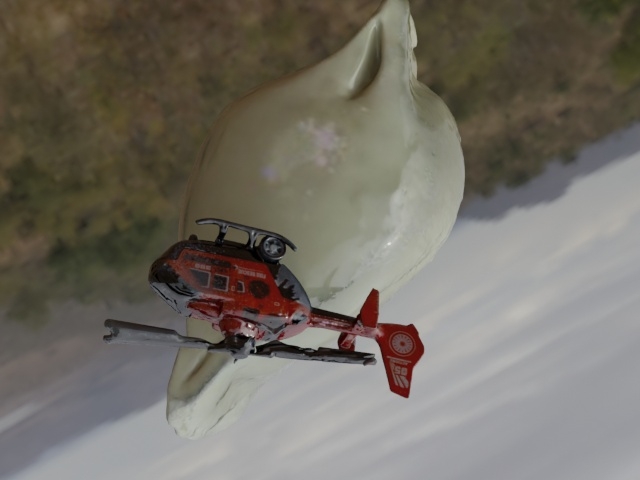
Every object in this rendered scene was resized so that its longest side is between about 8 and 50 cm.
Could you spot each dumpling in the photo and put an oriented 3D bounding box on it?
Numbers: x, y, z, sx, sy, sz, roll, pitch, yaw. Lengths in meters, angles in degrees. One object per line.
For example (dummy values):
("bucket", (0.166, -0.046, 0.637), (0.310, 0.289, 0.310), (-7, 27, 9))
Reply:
("dumpling", (0.000, 0.000, 0.842), (0.179, 0.131, 0.252), (69, 44, -72))

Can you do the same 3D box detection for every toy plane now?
("toy plane", (-0.021, 0.031, 0.720), (0.145, 0.060, 0.037), (14, 148, -11))
